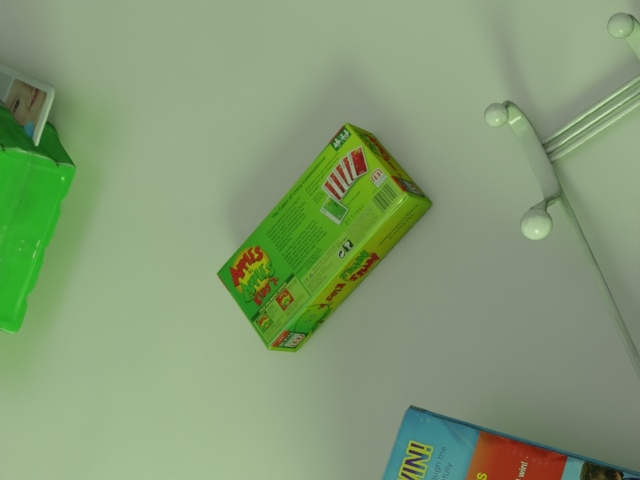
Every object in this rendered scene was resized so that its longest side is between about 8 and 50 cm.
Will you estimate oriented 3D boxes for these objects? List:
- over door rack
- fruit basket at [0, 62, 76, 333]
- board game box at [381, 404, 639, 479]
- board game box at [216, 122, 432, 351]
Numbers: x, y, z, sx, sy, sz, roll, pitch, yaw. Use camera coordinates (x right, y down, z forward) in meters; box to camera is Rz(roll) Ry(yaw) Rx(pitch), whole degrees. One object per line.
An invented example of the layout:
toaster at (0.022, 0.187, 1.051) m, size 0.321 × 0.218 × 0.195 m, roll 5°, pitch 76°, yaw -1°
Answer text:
over door rack at (0.265, -0.023, 0.673) m, size 0.239 × 0.108 × 0.324 m, roll -35°, pitch 64°, yaw 26°
fruit basket at (-0.425, -0.052, 1.126) m, size 0.353 × 0.165 × 0.327 m, roll 26°, pitch 98°, yaw 38°
board game box at (0.150, 0.290, 0.626) m, size 0.302 × 0.086 × 0.308 m, roll 13°, pitch 70°, yaw 26°
board game box at (0.000, 0.000, 0.891) m, size 0.181 × 0.043 × 0.092 m, roll -48°, pitch 59°, yaw 18°
